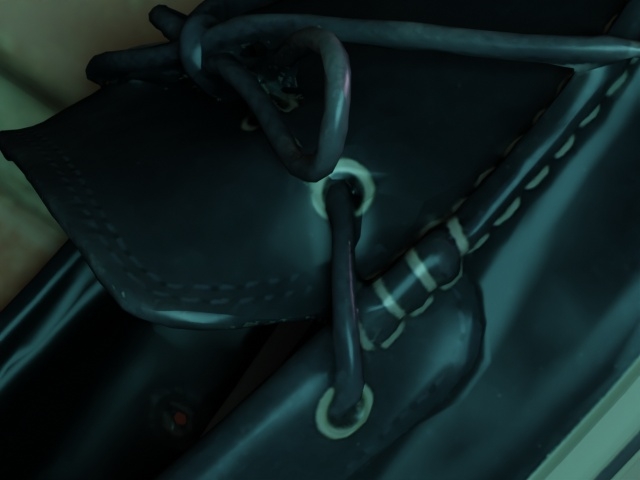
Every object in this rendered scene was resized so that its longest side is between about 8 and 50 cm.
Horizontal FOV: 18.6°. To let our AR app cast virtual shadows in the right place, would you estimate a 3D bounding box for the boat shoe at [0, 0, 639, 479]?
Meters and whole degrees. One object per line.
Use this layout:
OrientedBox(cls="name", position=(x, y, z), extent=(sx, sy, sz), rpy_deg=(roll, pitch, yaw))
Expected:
OrientedBox(cls="boat shoe", position=(0.000, 0.000, 0.515), extent=(0.156, 0.187, 0.500), rpy_deg=(36, 94, -23))
